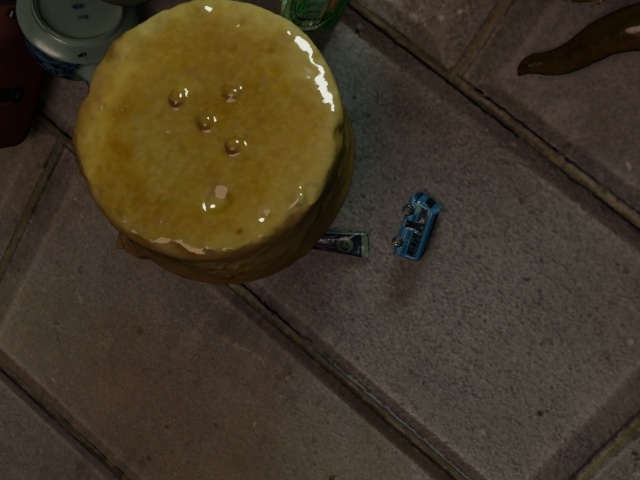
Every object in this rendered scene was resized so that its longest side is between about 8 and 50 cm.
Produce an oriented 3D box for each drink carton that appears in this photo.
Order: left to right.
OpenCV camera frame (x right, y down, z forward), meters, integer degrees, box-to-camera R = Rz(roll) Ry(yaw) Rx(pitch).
[{"bbox_3d":[-0.040,-0.350,1.163,0.142,0.144,0.146,40,119,17],"label":"drink carton"}]

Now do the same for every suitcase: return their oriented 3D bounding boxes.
[{"bbox_3d":[-0.542,-0.236,1.352,0.161,0.297,0.236,37,120,22],"label":"suitcase"}]

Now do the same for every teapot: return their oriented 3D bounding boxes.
[{"bbox_3d":[-0.340,-0.289,1.333,0.159,0.159,0.232,-33,75,31],"label":"teapot"}]

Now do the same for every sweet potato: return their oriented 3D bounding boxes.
[{"bbox_3d":[0.332,-0.225,1.065,0.249,0.059,0.069,-3,117,32],"label":"sweet potato"}]

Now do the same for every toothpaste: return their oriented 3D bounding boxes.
[{"bbox_3d":[0.000,0.000,1.321,0.140,0.021,0.037,6,113,22],"label":"toothpaste"}]

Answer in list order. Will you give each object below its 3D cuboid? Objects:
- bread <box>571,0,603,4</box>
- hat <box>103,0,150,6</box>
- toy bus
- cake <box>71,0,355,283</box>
[{"bbox_3d":[0.224,-0.383,0.999,0.288,0.156,0.204,22,131,8],"label":"bread"},{"bbox_3d":[-0.253,-0.383,1.243,0.257,0.257,0.130,47,153,6],"label":"hat"},{"bbox_3d":[0.124,-0.018,1.242,0.046,0.038,0.083,23,117,13],"label":"toy bus"},{"bbox_3d":[-0.113,-0.096,1.213,0.332,0.321,0.332,-1,78,6],"label":"cake"}]
